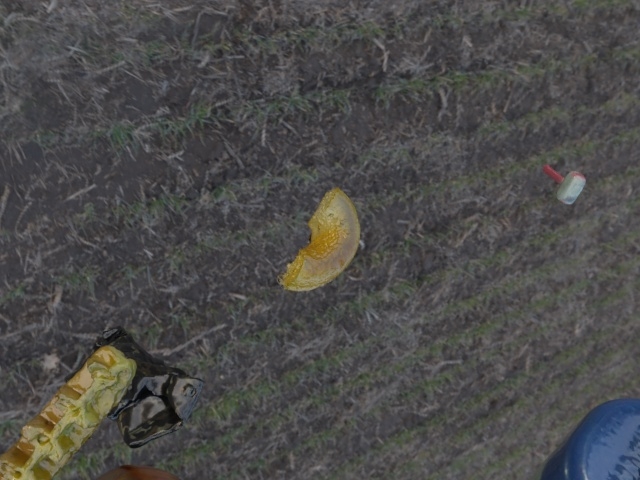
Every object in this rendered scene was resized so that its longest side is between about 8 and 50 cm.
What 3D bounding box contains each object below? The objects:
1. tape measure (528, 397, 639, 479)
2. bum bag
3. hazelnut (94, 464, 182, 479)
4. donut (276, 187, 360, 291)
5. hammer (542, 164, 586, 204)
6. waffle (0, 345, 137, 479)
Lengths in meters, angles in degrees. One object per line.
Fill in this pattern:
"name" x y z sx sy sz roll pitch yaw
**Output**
"tape measure" 0.292 0.195 0.454 0.351 0.215 0.097 -22 144 -45
"bum bag" -0.236 0.174 0.764 0.102 0.248 0.069 -53 127 -19
"hazelnut" -0.182 0.338 0.627 0.214 0.214 0.176 20 125 -41
"donut" 0.000 0.000 0.483 0.083 0.038 0.067 -25 92 -32
"hammer" 0.377 -0.095 0.975 0.031 0.083 0.052 9 119 -30
"waffle" -0.212 0.165 0.460 0.046 0.161 0.192 40 56 -6
